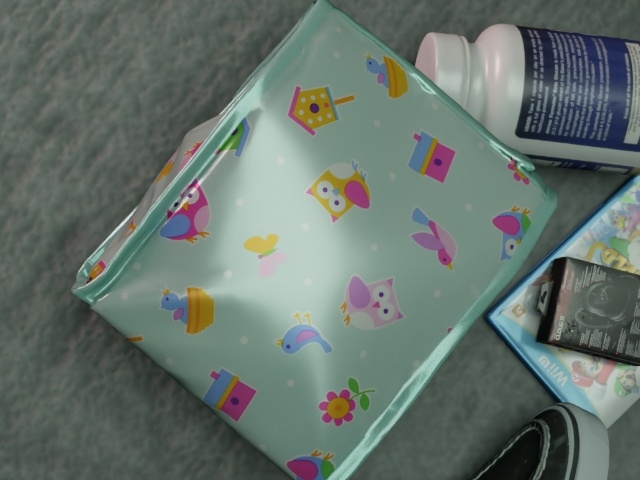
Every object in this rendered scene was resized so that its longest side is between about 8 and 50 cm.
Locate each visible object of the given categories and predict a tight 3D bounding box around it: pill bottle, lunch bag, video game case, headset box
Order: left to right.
[{"bbox_3d":[0.000,0.000,1.255,0.223,0.160,0.262,40,86,-6],"label":"lunch bag"},{"bbox_3d":[0.152,-0.099,1.321,0.169,0.094,0.094,6,86,-11],"label":"pill bottle"},{"bbox_3d":[0.191,0.049,1.336,0.083,0.032,0.062,13,84,-9],"label":"headset box"},{"bbox_3d":[0.214,0.043,1.366,0.166,0.015,0.119,-42,95,-10],"label":"video game case"}]

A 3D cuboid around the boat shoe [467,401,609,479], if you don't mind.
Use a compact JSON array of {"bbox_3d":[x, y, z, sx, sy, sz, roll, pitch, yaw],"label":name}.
[{"bbox_3d":[0.078,0.230,1.280,0.105,0.113,0.306,34,90,-22],"label":"boat shoe"}]
